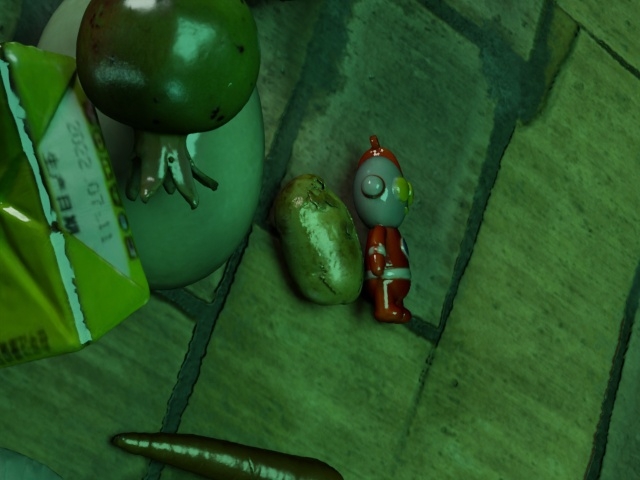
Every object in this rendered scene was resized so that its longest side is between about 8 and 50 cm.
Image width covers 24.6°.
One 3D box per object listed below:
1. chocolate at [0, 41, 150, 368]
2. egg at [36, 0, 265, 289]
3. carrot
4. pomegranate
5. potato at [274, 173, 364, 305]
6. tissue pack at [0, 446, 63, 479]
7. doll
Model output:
[{"bbox_3d":[-0.329,-0.021,1.440,0.137,0.300,0.289,-18,93,-52],"label":"chocolate"},{"bbox_3d":[-0.187,-0.121,1.588,0.258,0.258,0.352,-4,77,-38],"label":"egg"},{"bbox_3d":[-0.093,0.266,1.720,0.336,0.069,0.069,20,69,-27],"label":"carrot"},{"bbox_3d":[-0.144,-0.144,1.386,0.181,0.181,0.224,-1,99,-38],"label":"pomegranate"},{"bbox_3d":[0.000,0.000,1.825,0.107,0.080,0.170,-13,91,-35],"label":"potato"},{"bbox_3d":[-0.390,0.276,1.383,0.305,0.238,0.239,27,66,-31],"label":"tissue pack"},{"bbox_3d":[0.083,-0.015,1.885,0.142,0.076,0.245,27,59,-75],"label":"doll"}]
